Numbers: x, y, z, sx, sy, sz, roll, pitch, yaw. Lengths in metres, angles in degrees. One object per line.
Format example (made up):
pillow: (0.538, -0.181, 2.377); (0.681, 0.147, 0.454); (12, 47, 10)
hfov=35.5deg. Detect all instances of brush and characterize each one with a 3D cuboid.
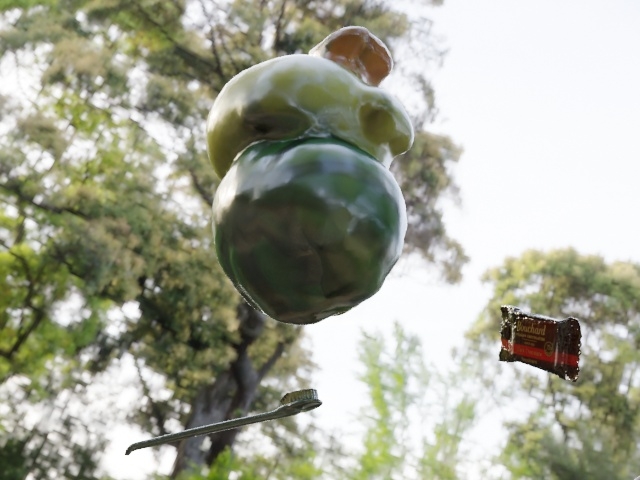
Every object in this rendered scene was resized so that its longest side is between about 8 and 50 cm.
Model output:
brush: (-0.124, 0.234, 1.296); (0.266, 0.027, 0.062); (-11, -21, -18)

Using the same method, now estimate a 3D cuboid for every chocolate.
chocolate: (0.284, 0.131, 1.303); (0.028, 0.086, 0.182); (2, 0, -25)

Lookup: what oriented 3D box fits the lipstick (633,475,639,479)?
lipstick: (0.390, 0.305, 1.235); (0.019, 0.094, 0.019); (55, -12, 18)

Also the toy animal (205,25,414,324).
toy animal: (-0.023, -0.075, 0.993); (0.216, 0.338, 0.191); (-31, -51, 29)

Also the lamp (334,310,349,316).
lamp: (0.000, 0.000, 1.393); (0.223, 0.223, 0.196); (6, -18, 29)
